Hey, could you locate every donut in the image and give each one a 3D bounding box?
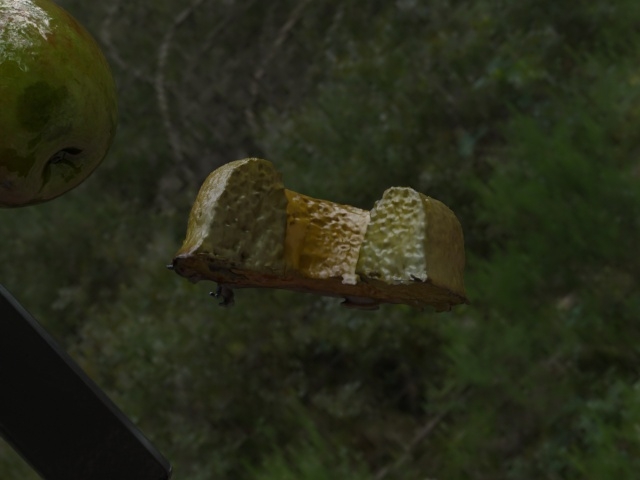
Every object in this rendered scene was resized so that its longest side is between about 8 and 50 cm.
[{"bbox_3d":[0.003,0.002,0.920,0.146,0.181,0.078,68,-153,-79],"label":"donut"}]

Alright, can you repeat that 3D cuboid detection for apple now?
[{"bbox_3d":[-0.269,-0.120,1.331,0.196,0.196,0.196,-44,4,4],"label":"apple"}]

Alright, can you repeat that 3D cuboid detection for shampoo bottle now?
[{"bbox_3d":[-0.202,0.138,1.169,0.079,0.246,0.080,-44,12,-12],"label":"shampoo bottle"}]
